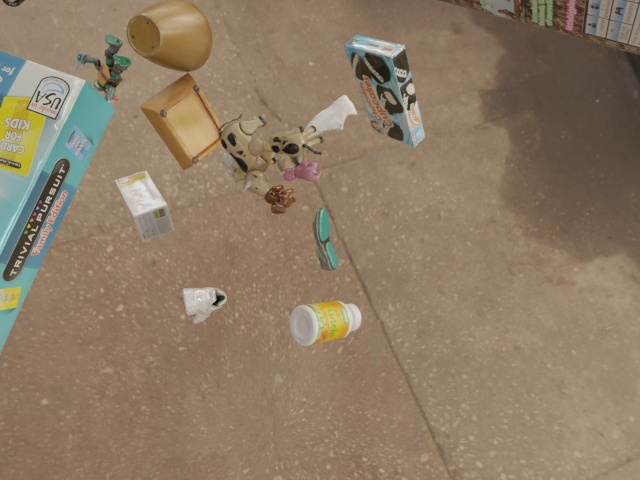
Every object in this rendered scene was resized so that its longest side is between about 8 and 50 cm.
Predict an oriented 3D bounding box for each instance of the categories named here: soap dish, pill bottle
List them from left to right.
[{"bbox_3d":[-0.501,-0.445,1.656,0.118,0.291,0.229,25,62,43],"label":"soap dish"},{"bbox_3d":[0.026,0.285,1.533,0.245,0.136,0.137,0,62,-42],"label":"pill bottle"}]

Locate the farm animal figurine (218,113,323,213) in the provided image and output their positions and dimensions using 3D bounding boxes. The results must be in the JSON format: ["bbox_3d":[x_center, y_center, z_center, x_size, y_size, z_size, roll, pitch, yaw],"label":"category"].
[{"bbox_3d":[-0.168,-0.225,1.226,0.327,0.330,0.172,44,52,15],"label":"farm animal figurine"}]

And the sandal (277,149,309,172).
[{"bbox_3d":[-0.080,-0.279,1.449,0.072,0.049,0.180,57,40,-13],"label":"sandal"}]

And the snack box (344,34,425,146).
[{"bbox_3d":[0.196,-0.438,1.296,0.060,0.322,0.187,-44,49,-11],"label":"snack box"}]

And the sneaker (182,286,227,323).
[{"bbox_3d":[-0.332,0.188,1.286,0.115,0.232,0.091,-10,77,-9],"label":"sneaker"}]

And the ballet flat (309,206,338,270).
[{"bbox_3d":[0.000,0.000,1.348,0.068,0.213,0.072,0,27,32],"label":"ballet flat"}]

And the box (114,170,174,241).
[{"bbox_3d":[-0.558,-0.112,1.376,0.103,0.114,0.203,-24,52,-24],"label":"box"}]

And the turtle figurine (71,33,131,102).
[{"bbox_3d":[-0.709,-0.545,1.421,0.175,0.234,0.118,53,35,-8],"label":"turtle figurine"}]

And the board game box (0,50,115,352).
[{"bbox_3d":[-0.438,-0.063,0.505,0.253,0.079,0.336,19,81,4],"label":"board game box"}]

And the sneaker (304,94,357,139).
[{"bbox_3d":[0.034,-0.411,1.528,0.212,0.080,0.094,-39,93,2],"label":"sneaker"}]

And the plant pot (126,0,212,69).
[{"bbox_3d":[-0.522,-0.685,1.458,0.237,0.237,0.254,19,26,2],"label":"plant pot"}]

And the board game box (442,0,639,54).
[{"bbox_3d":[0.169,-0.259,0.266,0.291,0.232,0.141,34,97,28],"label":"board game box"}]

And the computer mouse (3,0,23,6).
[{"bbox_3d":[-0.638,-0.626,1.001,0.041,0.071,0.242,37,71,9],"label":"computer mouse"}]
